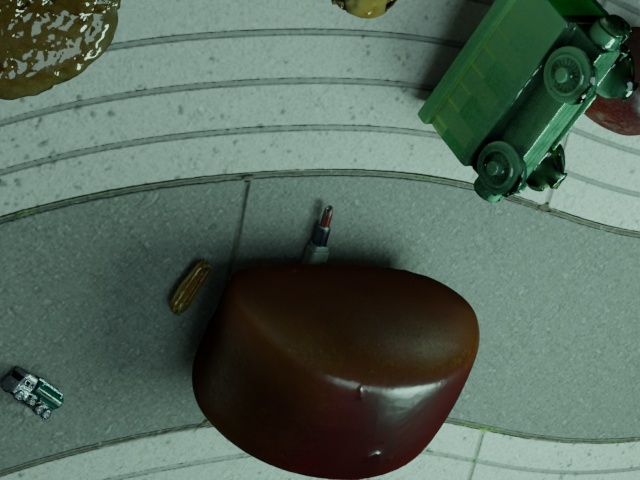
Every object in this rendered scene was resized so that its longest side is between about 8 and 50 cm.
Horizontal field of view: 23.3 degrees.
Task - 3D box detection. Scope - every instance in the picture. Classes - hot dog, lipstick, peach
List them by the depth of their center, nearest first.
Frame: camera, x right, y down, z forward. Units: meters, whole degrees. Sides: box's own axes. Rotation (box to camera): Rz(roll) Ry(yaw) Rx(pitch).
[{"bbox_3d":[-0.172,0.061,2.031,0.083,0.021,0.037,-54,152,8],"label":"hot dog"},{"bbox_3d":[0.000,0.000,2.088,0.025,0.025,0.107,-1,122,-31],"label":"lipstick"},{"bbox_3d":[0.422,-0.218,2.113,0.152,0.152,0.152,-16,128,-21],"label":"peach"}]

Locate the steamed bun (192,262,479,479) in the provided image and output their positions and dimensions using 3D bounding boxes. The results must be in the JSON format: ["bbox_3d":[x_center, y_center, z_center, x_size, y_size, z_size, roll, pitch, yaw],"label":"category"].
[{"bbox_3d":[0.035,0.176,2.062,0.379,0.248,0.235,4,128,-32],"label":"steamed bun"}]

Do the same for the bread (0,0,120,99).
[{"bbox_3d":[-0.326,-0.261,1.649,0.230,0.123,0.230,-20,133,-23],"label":"bread"}]

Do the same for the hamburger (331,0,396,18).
[{"bbox_3d":[0.078,-0.355,1.791,0.108,0.214,0.214,36,102,2],"label":"hamburger"}]

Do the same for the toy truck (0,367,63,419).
[{"bbox_3d":[-0.368,0.195,1.994,0.044,0.039,0.083,-54,135,-10],"label":"toy truck"}]

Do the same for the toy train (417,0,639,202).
[{"bbox_3d":[0.263,-0.194,1.955,0.120,0.202,0.301,-6,142,-42],"label":"toy train"}]
